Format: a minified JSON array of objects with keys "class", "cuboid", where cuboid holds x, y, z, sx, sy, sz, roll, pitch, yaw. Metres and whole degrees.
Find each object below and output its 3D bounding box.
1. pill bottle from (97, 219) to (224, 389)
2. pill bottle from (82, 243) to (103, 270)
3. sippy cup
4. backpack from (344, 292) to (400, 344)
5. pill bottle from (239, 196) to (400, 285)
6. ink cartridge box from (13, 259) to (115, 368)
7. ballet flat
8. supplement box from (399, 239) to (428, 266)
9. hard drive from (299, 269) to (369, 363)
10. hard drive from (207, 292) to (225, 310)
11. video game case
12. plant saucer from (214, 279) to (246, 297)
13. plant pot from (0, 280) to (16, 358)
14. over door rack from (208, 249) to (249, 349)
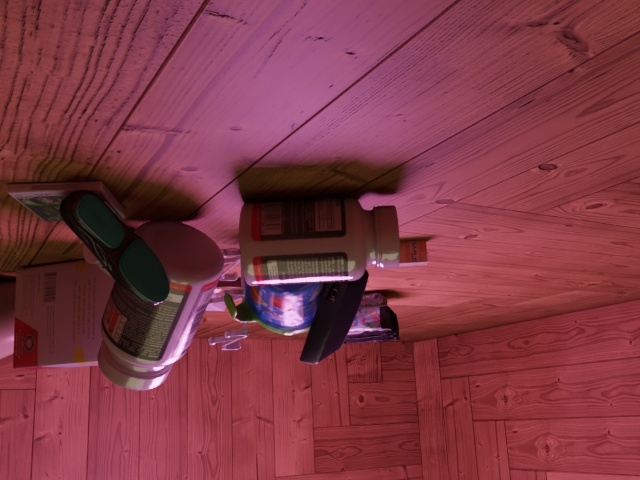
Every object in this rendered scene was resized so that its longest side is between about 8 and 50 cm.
[{"class":"pill bottle","cuboid":[-0.372,0.152,1.568,0.210,0.210,0.363,7,124,-34]},{"class":"pill bottle","cuboid":[-0.459,0.032,1.629,0.103,0.103,0.184,-11,164,30]},{"class":"sippy cup","cuboid":[-0.077,0.092,1.739,0.240,0.305,0.224,24,156,8]},{"class":"backpack","cuboid":[0.152,0.301,2.622,0.253,0.191,0.225,-14,161,14]},{"class":"pill bottle","cuboid":[0.000,0.000,1.440,0.318,0.176,0.176,-3,166,2]},{"class":"ink cartridge box","cuboid":[-0.630,0.203,1.911,0.384,0.279,0.160,-7,166,16]},{"class":"ballet flat","cuboid":[-0.397,0.013,1.341,0.096,0.095,0.280,0,132,41]},{"class":"supplement box","cuboid":[0.234,0.035,1.850,0.098,0.062,0.036,-4,164,3]},{"class":"hard drive","cuboid":[0.040,0.187,1.762,0.054,0.255,0.172,28,-159,22]},{"class":"hard drive","cuboid":[-0.510,0.182,2.228,0.353,0.047,0.233,1,164,15]},{"class":"video game case","cuboid":[-0.491,-0.074,1.368,0.173,0.022,0.190,-2,166,-2]},{"class":"plant saucer","cuboid":[-0.318,0.155,2.274,0.198,0.036,0.198,-2,165,-1]},{"class":"plant pot","cuboid":[-0.918,0.225,2.087,0.274,0.256,0.256,-12,172,-31]},{"class":"over door rack","cuboid":[-0.270,0.179,1.964,0.108,0.239,0.324,-1,165,-11]}]
